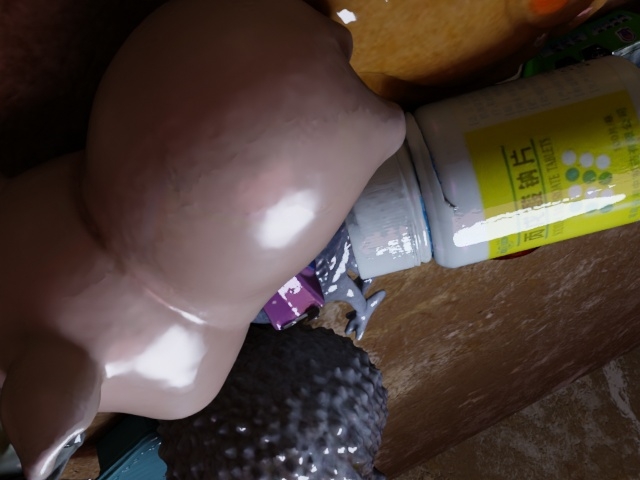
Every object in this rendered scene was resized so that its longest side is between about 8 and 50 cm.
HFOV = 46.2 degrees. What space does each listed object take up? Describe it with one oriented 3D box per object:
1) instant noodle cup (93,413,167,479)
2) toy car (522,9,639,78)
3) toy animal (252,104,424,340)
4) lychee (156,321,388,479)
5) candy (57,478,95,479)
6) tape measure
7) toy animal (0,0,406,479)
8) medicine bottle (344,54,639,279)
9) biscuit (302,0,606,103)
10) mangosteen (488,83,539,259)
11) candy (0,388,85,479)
[{"bbox_3d":[-0.222,0.279,1.044,0.157,0.070,0.179,-42,151,21],"label":"instant noodle cup"},{"bbox_3d":[0.280,-0.182,0.747,0.165,0.063,0.071,-25,154,-10],"label":"toy car"},{"bbox_3d":[0.004,0.027,0.800,0.367,0.081,0.206,-34,135,12],"label":"toy animal"},{"bbox_3d":[-0.052,0.225,0.893,0.299,0.300,0.300,-23,153,-13],"label":"lychee"},{"bbox_3d":[-0.269,0.235,0.644,0.136,0.038,0.088,9,135,-39],"label":"candy"},{"bbox_3d":[-0.053,0.005,0.667,0.074,0.125,0.118,-31,122,8],"label":"tape measure"},{"bbox_3d":[-0.101,-0.011,0.488,0.269,0.237,0.326,-17,154,-34],"label":"toy animal"},{"bbox_3d":[0.142,-0.057,0.634,0.257,0.144,0.143,-14,154,4],"label":"medicine bottle"},{"bbox_3d":[0.153,-0.248,0.509,0.455,0.078,0.349,-35,149,10],"label":"biscuit"},{"bbox_3d":[0.185,-0.061,0.767,0.155,0.146,0.181,-19,154,-11],"label":"mangosteen"},{"bbox_3d":[-0.335,0.191,0.698,0.184,0.137,0.195,-7,147,-38],"label":"candy"}]
